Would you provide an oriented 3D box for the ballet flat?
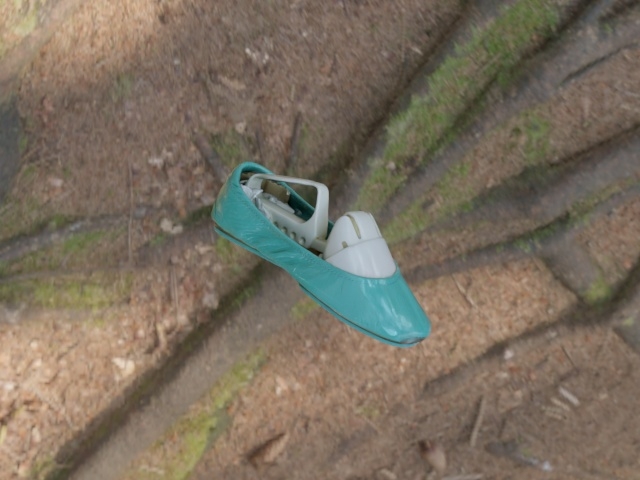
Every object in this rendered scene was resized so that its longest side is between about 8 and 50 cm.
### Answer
[{"bbox_3d":[0.000,0.000,0.841,0.083,0.247,0.087,-18,132,-49],"label":"ballet flat"}]
